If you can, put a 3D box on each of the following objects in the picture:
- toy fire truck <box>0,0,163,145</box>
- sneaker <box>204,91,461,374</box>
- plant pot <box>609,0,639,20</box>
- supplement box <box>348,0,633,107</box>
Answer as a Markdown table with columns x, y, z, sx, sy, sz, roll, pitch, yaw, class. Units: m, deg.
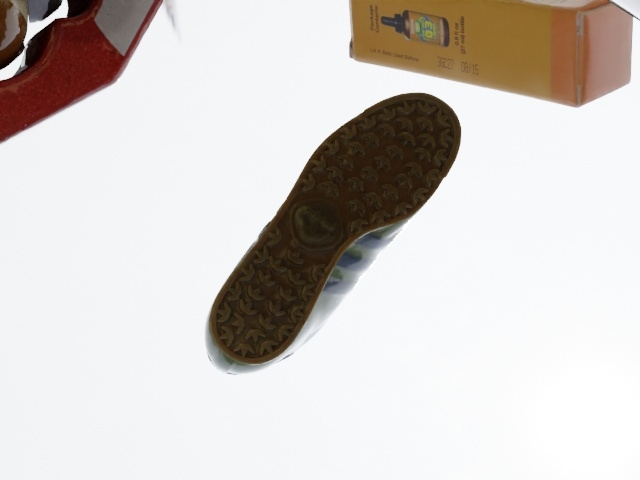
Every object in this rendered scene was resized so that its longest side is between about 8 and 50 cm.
| x | y | z | sx | sy | sz | roll | pitch | yaw | class |
| --- | --- | --- | --- | --- | --- | --- | --- | --- | --- |
| -0.242 | -0.168 | 0.806 | 0.169 | 0.302 | 0.254 | -20 | -141 | 52 | toy fire truck |
| 0.000 | 0.000 | 0.811 | 0.064 | 0.086 | 0.192 | 40 | -112 | 2 | sneaker |
| 0.239 | -0.202 | 0.692 | 0.323 | 0.280 | 0.323 | -29 | -140 | 27 | plant pot |
| 0.128 | -0.168 | 1.152 | 0.233 | 0.078 | 0.080 | 17 | -149 | 38 | supplement box |
